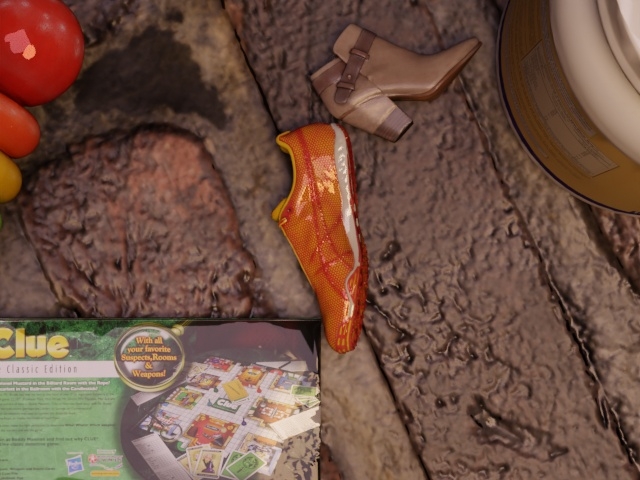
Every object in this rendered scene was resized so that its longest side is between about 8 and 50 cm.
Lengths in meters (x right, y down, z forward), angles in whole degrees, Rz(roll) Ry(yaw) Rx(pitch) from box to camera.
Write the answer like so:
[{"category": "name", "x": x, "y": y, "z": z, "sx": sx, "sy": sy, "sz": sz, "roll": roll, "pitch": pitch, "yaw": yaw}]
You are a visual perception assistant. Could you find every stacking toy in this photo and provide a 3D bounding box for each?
[{"category": "stacking toy", "x": -0.273, "y": -0.035, "z": 1.012, "sx": 0.141, "sy": 0.141, "sz": 0.330, "roll": 30, "pitch": 81, "yaw": 0}]

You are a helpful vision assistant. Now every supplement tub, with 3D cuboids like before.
[{"category": "supplement tub", "x": 0.254, "y": -0.142, "z": 0.918, "sx": 0.241, "sy": 0.331, "sz": 0.241, "roll": 0, "pitch": 88, "yaw": -1}]

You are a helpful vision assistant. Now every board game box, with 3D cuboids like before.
[{"category": "board game box", "x": -0.129, "y": 0.124, "z": 1.048, "sx": 0.260, "sy": 0.030, "sz": 0.136, "roll": 1, "pitch": 90, "yaw": -2}]

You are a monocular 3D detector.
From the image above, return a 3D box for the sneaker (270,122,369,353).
[{"category": "sneaker", "x": 0.000, "y": 0.000, "z": 1.046, "sx": 0.067, "sy": 0.064, "sz": 0.175, "roll": -9, "pitch": 78, "yaw": 6}]

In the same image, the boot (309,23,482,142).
[{"category": "boot", "x": 0.054, "y": -0.134, "z": 1.060, "sx": 0.087, "sy": 0.042, "sz": 0.118, "roll": 42, "pitch": 80, "yaw": 8}]
